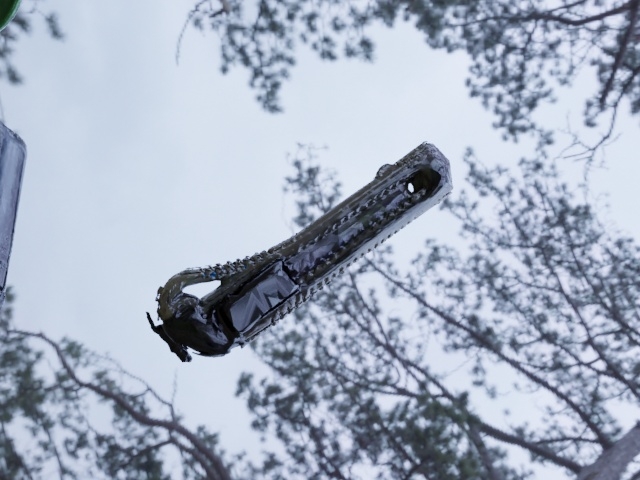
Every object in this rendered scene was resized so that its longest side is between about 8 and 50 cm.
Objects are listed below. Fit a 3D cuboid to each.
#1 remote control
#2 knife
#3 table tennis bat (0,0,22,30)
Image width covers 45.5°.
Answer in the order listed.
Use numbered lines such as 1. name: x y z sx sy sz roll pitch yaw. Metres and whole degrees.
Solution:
1. remote control: -0.159 -0.013 0.373 0.039 0.014 0.096 65 24 -69
2. knife: 0.003 0.001 0.740 0.043 0.365 0.089 4 -58 58
3. table tennis bat: -0.356 -0.248 0.656 0.257 0.039 0.160 0 -69 20
